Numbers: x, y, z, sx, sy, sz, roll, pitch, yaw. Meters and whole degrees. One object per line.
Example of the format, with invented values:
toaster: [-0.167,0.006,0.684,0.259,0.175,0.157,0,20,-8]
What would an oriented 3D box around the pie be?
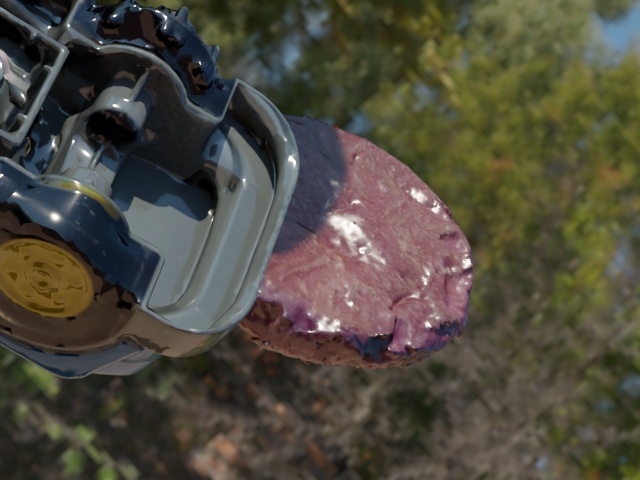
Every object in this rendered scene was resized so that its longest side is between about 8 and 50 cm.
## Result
pie: [0.000,0.000,0.844,0.154,0.154,0.036,47,-51,15]

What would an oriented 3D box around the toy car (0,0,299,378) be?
toy car: [-0.109,-0.029,0.505,0.191,0.097,0.100,31,-46,-12]
